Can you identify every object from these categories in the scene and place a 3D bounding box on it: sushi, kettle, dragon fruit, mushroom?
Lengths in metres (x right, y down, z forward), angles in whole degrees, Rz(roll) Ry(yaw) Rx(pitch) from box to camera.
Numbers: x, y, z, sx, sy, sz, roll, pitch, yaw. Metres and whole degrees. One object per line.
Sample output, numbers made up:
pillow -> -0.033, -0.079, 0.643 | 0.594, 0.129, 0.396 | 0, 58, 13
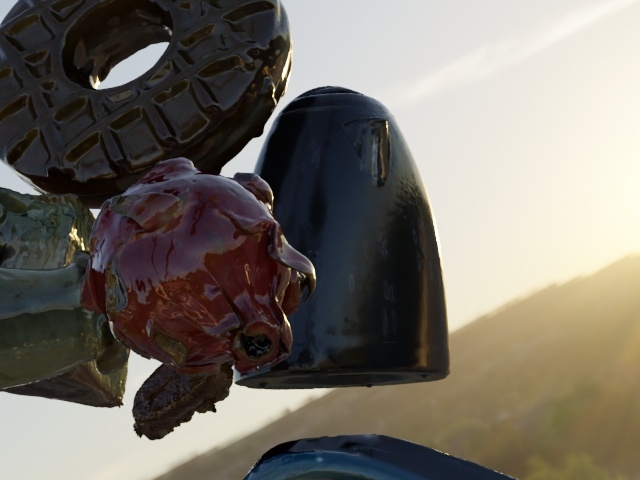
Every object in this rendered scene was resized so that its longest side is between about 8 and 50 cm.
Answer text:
sushi -> -0.118, 0.132, 1.446 | 0.118, 0.061, 0.060 | -25, -27, 11
kettle -> 0.000, 0.000, 1.606 | 0.207, 0.290, 0.268 | 1, -10, -26
dragon fruit -> -0.075, 0.017, 0.997 | 0.136, 0.166, 0.133 | -32, -49, -14
mushroom -> -0.289, 0.066, 1.207 | 0.312, 0.100, 0.081 | -5, -24, -23

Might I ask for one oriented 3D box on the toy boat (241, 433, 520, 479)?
toy boat -> 0.086, 0.200, 0.815 | 0.092, 0.298, 0.134 | -67, -5, -58

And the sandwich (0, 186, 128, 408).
sandwich -> -0.257, 0.055, 1.552 | 0.227, 0.155, 0.198 | 15, -22, -21

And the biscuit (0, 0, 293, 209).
biscuit -> -0.186, -0.174, 1.624 | 0.332, 0.332, 0.103 | -28, -38, 3
